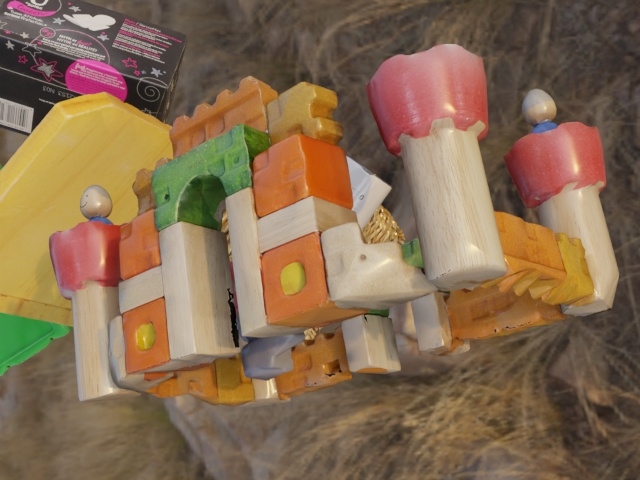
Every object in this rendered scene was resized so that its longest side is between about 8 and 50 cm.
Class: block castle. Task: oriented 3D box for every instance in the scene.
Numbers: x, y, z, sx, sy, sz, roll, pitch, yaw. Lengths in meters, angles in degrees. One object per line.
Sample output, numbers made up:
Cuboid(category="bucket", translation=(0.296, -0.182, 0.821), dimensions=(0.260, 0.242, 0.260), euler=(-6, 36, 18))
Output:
Cuboid(category="block castle", translation=(0.000, 0.000, 0.822), dimensions=(0.453, 0.303, 0.213), euler=(-22, 69, 34))

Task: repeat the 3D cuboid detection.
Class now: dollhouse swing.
Cuboid(category="dollhouse swing", translation=(-0.362, -0.072, 1.192), dimensions=(0.315, 0.346, 0.305), euler=(32, 94, 32))

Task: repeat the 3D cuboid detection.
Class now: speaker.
Cuboid(category="speaker", translation=(0.004, -0.008, 0.842), dimensions=(0.136, 0.055, 0.055), euler=(-55, 41, 5))

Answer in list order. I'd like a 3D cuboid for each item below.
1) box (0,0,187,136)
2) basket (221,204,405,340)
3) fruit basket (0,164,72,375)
Cuboid(category="box", translation=(-0.328, -0.226, 1.296), dimensions=(0.142, 0.247, 0.163), euler=(-80, 10, -46))
Cuboid(category="basket", translation=(-0.065, 0.001, 1.375), dimensions=(0.299, 0.223, 0.213), euler=(-47, 59, 0))
Cuboid(category="fruit basket", translation=(-0.611, 0.034, 1.717), dimensions=(0.392, 0.282, 0.392), euler=(57, -174, -9))
